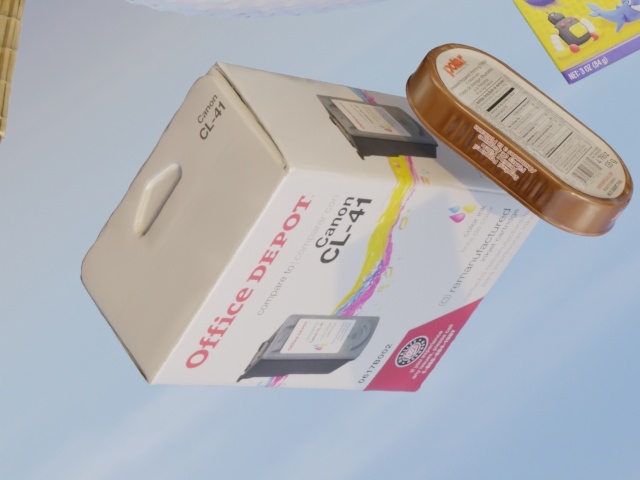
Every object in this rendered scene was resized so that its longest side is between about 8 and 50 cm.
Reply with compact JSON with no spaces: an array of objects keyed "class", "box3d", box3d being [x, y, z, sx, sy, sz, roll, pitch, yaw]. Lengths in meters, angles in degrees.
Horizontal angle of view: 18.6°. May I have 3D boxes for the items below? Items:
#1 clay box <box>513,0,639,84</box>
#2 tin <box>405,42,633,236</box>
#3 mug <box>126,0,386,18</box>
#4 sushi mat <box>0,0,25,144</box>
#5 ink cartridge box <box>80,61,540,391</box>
[{"class":"clay box","box3d":[0.174,-0.231,1.377,0.127,0.222,0.053,-27,-154,24]},{"class":"tin","box3d":[0.150,-0.077,1.454,0.040,0.190,0.106,-56,172,30]},{"class":"mug","box3d":[-0.044,-0.323,1.465,0.374,0.276,0.328,-27,171,39]},{"class":"sushi mat","box3d":[-0.257,-0.139,1.199,0.019,0.151,0.316,-61,-165,18]},{"class":"ink cartridge box","box3d":[0.000,0.000,1.538,0.306,0.131,0.226,4,129,-46]}]
